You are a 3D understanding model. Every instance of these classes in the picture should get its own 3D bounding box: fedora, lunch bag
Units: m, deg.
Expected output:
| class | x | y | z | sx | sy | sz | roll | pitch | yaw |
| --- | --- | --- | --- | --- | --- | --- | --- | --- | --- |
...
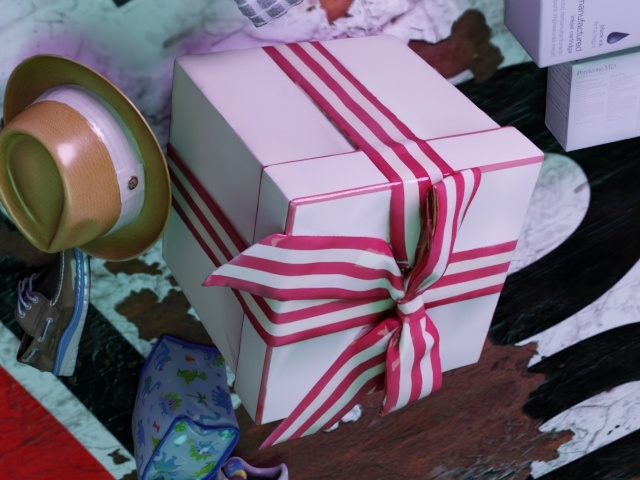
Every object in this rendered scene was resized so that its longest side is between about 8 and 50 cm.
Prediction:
| class | x | y | z | sx | sy | sz | roll | pitch | yaw |
| --- | --- | --- | --- | --- | --- | --- | --- | --- | --- |
| fedora | -0.215 | -0.054 | 0.837 | 0.194 | 0.079 | 0.194 | 18 | 128 | 25 |
| lunch bag | -0.157 | 0.202 | 1.082 | 0.096 | 0.128 | 0.151 | 20 | 119 | -28 |

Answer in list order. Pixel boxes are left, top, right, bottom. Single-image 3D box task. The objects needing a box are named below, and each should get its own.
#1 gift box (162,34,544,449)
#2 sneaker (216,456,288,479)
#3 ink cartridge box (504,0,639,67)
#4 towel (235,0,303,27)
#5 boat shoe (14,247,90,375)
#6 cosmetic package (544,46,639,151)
| class | x | y | z | sx | sy | sz | roll | pitch | yaw |
| --- | --- | --- | --- | --- | --- | --- | --- | --- | --- |
| gift box | 0.000 | 0.000 | 0.842 | 0.277 | 0.258 | 0.255 | -17 | 133 | -24 |
| sneaker | -0.129 | 0.297 | 1.213 | 0.186 | 0.069 | 0.083 | 3 | 118 | -26 |
| ink cartridge box | 0.271 | -0.251 | 0.864 | 0.209 | 0.086 | 0.153 | -14 | 131 | -6 |
| towel | -0.041 | -0.318 | 0.702 | 0.235 | 0.121 | 0.284 | -35 | 128 | 12 |
| boat shoe | -0.263 | 0.065 | 0.983 | 0.066 | 0.066 | 0.183 | 5 | 126 | -18 |
| cosmetic package | 0.340 | -0.164 | 0.971 | 0.239 | 0.060 | 0.098 | -12 | 132 | -6 |
